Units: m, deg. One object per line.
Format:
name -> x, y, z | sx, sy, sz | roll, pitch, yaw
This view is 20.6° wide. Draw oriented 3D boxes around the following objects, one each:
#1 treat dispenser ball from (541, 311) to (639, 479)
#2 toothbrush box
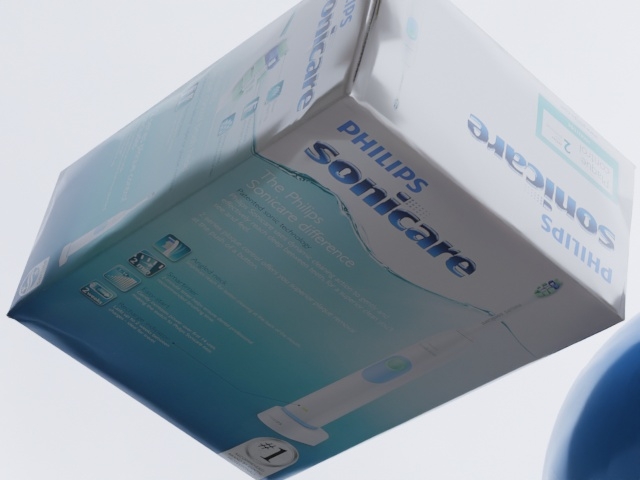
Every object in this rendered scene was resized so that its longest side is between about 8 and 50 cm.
treat dispenser ball -> 0.270, 0.156, 1.006 | 0.288, 0.288, 0.288 | 22, -55, 36
toothbrush box -> 0.000, 0.000, 1.016 | 0.216, 0.126, 0.295 | 37, -45, -25
